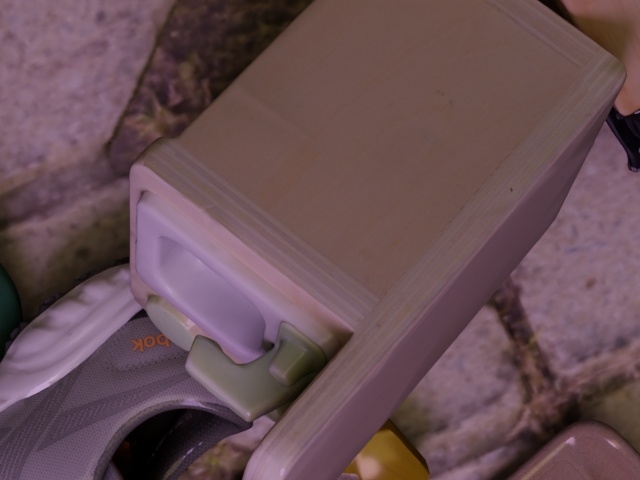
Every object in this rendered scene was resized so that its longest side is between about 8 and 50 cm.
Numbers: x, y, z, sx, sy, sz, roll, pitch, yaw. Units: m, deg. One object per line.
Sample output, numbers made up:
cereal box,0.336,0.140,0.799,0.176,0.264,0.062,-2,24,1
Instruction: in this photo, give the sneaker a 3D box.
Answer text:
sneaker,-0.148,0.126,0.828,0.271,0.108,0.100,-42,148,2

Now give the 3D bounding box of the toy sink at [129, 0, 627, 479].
toy sink,0.000,0.000,0.749,0.131,0.153,0.234,37,68,11

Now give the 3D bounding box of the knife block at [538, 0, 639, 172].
knife block,0.142,-0.118,0.753,0.088,0.275,0.242,-32,77,3

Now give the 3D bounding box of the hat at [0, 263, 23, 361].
hat,-0.282,0.033,0.852,0.208,0.183,0.173,-10,128,-48

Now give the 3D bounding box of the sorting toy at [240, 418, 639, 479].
sorting toy,0.098,0.198,0.938,0.229,0.041,0.307,-41,106,10
